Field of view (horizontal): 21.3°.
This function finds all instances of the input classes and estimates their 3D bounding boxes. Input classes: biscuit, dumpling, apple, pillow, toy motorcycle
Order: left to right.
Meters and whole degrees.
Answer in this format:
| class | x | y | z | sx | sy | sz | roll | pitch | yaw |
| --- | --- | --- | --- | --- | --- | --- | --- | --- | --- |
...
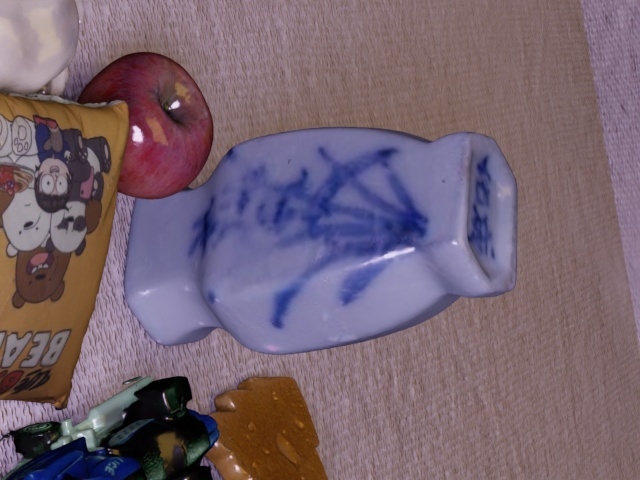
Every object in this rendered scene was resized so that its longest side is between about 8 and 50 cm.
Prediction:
| class | x | y | z | sx | sy | sz | roll | pitch | yaw |
| --- | --- | --- | --- | --- | --- | --- | --- | --- | --- |
| pillow | -0.293 | 0.006 | 1.530 | 0.310 | 0.119 | 0.312 | 7 | 98 | -63 |
| dumpling | -0.296 | -0.191 | 1.595 | 0.250 | 0.132 | 0.162 | -63 | 140 | -42 |
| toy motorcycle | -0.215 | 0.228 | 1.568 | 0.331 | 0.196 | 0.125 | -26 | 107 | -58 |
| apple | -0.187 | -0.115 | 1.776 | 0.153 | 0.120 | 0.153 | 31 | 46 | -39 |
| biscuit | -0.060 | 0.240 | 1.965 | 0.212 | 0.041 | 0.239 | 43 | 28 | -18 |

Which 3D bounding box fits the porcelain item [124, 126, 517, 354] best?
| class | x | y | z | sx | sy | sz | roll | pitch | yaw |
| --- | --- | --- | --- | --- | --- | --- | --- | --- | --- |
| porcelain item | 0.000 | 0.000 | 1.797 | 0.178 | 0.405 | 0.243 | 38 | 51 | -52 |
